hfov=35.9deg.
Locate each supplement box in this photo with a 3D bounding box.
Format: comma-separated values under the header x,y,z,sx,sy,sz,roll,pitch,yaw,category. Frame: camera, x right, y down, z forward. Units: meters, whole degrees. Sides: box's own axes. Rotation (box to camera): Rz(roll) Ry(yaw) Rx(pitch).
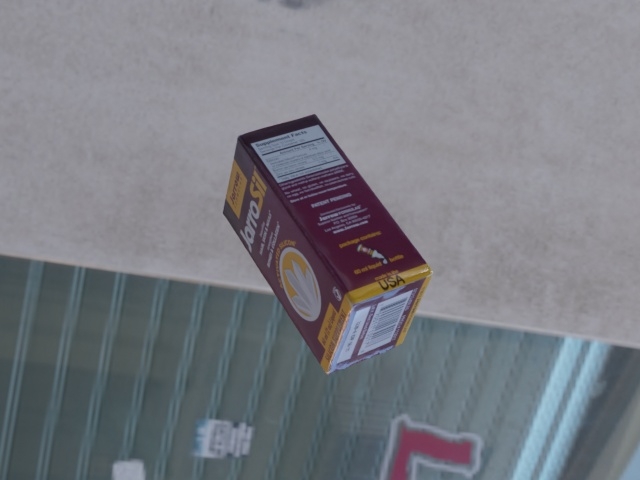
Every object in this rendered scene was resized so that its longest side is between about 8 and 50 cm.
x,y,z,sx,sy,sz,roll,pitch,yaw,category
0.000,0.000,0.823,0.188,0.080,0.104,55,-32,29,supplement box
